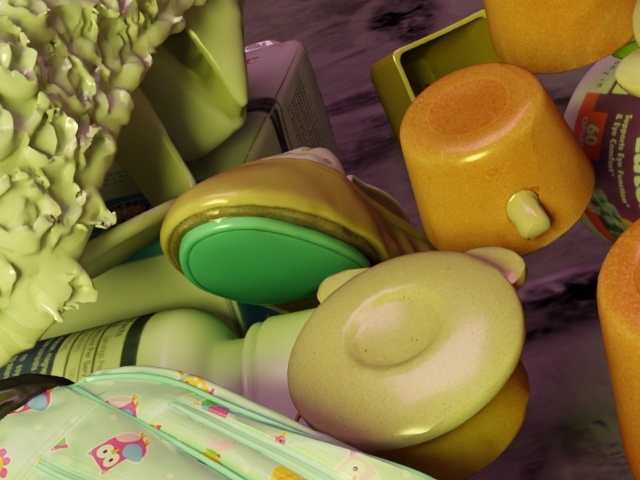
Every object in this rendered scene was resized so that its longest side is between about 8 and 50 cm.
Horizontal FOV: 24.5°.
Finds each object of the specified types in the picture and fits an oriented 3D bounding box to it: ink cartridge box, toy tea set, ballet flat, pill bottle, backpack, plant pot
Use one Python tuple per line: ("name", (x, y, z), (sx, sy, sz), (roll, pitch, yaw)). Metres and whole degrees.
("ink cartridge box", (-0.115, 0.014, 0.815), (0.223, 0.129, 0.307), (-14, 21, 14))
("toy tea set", (0.125, -0.014, 0.584), (0.200, 0.124, 0.336), (-5, 44, 28))
("ballet flat", (-0.103, -0.067, 0.657), (0.147, 0.147, 0.409), (-12, 23, 19))
("pill bottle", (0.210, -0.036, 0.681), (0.108, 0.108, 0.193), (-29, 21, -24))
("ballet flat", (0.000, 0.000, 0.646), (0.080, 0.073, 0.232), (-17, -25, 21))
("pill bottle", (-0.077, 0.089, 0.611), (0.187, 0.112, 0.112), (-14, 20, 14))
("backpack", (-0.033, 0.113, 0.458), (0.182, 0.152, 0.115), (16, 63, 36))
("plant pot", (0.080, -0.104, 1.031), (0.081, 0.081, 0.083), (-27, 9, -22))
